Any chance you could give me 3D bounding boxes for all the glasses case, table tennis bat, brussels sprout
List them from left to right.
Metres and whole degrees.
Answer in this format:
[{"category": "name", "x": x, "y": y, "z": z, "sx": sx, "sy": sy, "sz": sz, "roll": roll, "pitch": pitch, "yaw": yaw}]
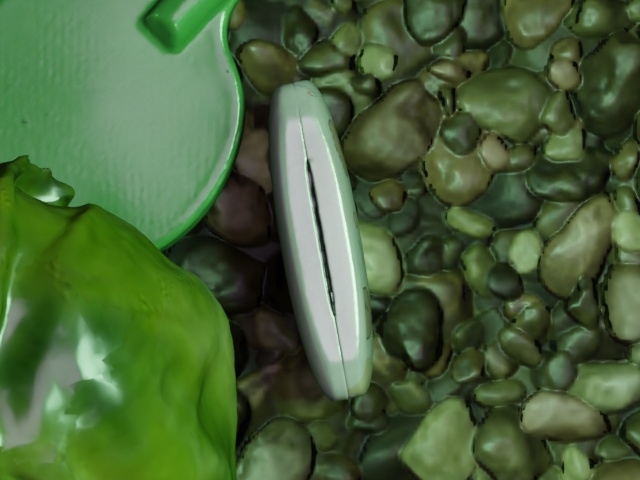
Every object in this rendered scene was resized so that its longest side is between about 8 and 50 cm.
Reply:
[{"category": "brussels sprout", "x": -0.165, "y": 0.103, "z": 0.756, "sx": 0.259, "sy": 0.227, "sz": 0.294, "roll": -5, "pitch": 120, "yaw": -3}, {"category": "table tennis bat", "x": -0.091, "y": -0.097, "z": 0.867, "sx": 0.160, "sy": 0.039, "sz": 0.257, "roll": 43, "pitch": 93, "yaw": 3}, {"category": "glasses case", "x": 0.000, "y": 0.000, "z": 0.846, "sx": 0.041, "sy": 0.063, "sz": 0.164, "roll": -9, "pitch": 86, "yaw": -1}]
